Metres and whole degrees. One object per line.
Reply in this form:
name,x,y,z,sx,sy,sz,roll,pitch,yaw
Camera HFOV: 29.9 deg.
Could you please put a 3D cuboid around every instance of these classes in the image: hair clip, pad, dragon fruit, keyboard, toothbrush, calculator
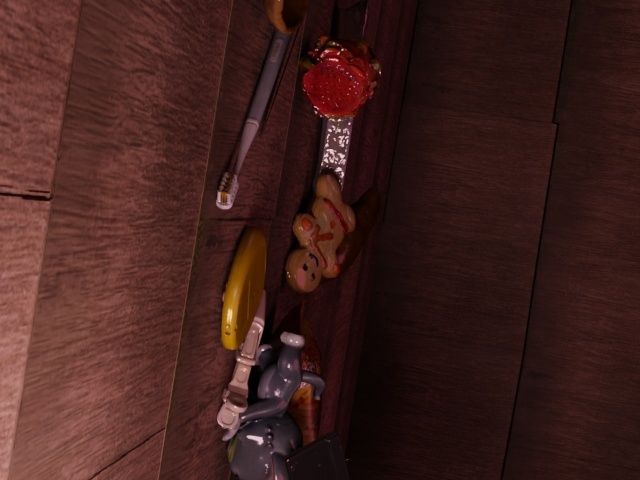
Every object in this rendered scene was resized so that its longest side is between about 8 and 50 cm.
hair clip,-0.109,0.164,1.781,0.072,0.034,0.226,130,-23,-62
pad,-0.041,-0.290,1.748,0.159,0.009,0.265,118,-10,-56
dragon fruit,0.027,-0.272,2.009,0.150,0.133,0.207,-54,-175,-7
keyboard,0.017,0.429,1.871,0.018,0.101,0.310,41,-30,52
toothbrush,-0.088,-0.175,1.625,0.030,0.025,0.342,98,7,-51
calculator,-0.108,0.063,1.732,0.235,0.032,0.146,-72,168,-57

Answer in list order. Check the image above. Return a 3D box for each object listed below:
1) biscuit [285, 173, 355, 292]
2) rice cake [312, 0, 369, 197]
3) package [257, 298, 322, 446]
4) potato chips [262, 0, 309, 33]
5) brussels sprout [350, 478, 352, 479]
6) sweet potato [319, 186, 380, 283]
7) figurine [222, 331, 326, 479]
biscuit,0.000,0.000,2.204,0.153,0.030,0.234,57,45,-32
rice cake,0.036,-0.259,2.278,0.070,0.064,0.399,-91,-171,-80
package,-0.049,0.258,2.064,0.223,0.108,0.288,-76,165,-74
potato chips,-0.045,-0.366,1.616,0.150,0.049,0.202,81,21,-58
brussels sprout,-0.003,0.527,2.107,0.268,0.344,0.344,53,-23,34
sweet potato,0.027,0.005,2.357,0.359,0.112,0.112,-50,150,-55
figurine,-0.072,0.266,1.870,0.265,0.140,0.193,-61,-169,2
